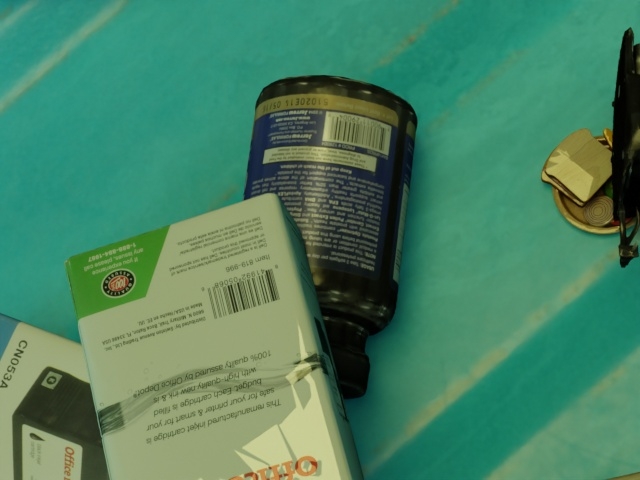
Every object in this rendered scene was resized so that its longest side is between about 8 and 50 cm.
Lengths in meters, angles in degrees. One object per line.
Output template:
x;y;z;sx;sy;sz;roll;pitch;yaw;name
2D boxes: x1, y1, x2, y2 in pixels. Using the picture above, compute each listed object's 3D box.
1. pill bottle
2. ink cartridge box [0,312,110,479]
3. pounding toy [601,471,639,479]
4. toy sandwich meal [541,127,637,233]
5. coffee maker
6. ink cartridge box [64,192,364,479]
0.000;0.000;1.219;0.123;0.123;0.219;4;74;15;pill bottle
-0.165;0.198;1.197;0.307;0.129;0.223;19;78;19;ink cartridge box
0.208;0.256;1.120;0.269;0.155;0.154;-43;97;9;pounding toy
0.207;-0.046;1.231;0.086;0.029;0.085;-4;73;13;toy sandwich meal
0.295;-0.059;1.160;0.178;0.120;0.171;3;82;6;coffee maker
-0.067;0.095;1.091;0.153;0.087;0.208;-17;68;7;ink cartridge box
